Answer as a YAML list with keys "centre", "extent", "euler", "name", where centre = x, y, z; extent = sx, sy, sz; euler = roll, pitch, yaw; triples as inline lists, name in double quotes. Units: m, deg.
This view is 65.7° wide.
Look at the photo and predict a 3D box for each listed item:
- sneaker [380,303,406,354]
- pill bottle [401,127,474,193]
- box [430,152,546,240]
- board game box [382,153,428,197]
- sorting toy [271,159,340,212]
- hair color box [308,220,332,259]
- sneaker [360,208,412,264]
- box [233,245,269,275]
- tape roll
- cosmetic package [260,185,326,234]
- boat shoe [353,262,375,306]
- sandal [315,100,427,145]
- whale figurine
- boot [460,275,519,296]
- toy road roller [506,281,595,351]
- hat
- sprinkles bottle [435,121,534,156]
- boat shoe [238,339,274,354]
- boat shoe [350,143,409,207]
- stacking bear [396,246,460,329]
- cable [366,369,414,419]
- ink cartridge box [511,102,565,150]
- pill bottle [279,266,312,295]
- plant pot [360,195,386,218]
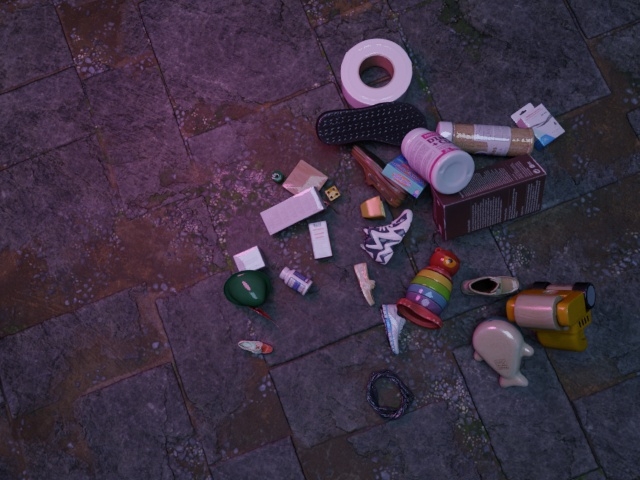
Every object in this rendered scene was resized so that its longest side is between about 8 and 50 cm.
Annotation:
- centre: [0.283, 0.328, 1.850]
  extent: [0.083, 0.071, 0.190]
  euler: [-9, 81, -4]
  name: "sneaker"
- centre: [0.410, -0.295, 1.780]
  extent: [0.160, 0.160, 0.283]
  euler: [-29, 37, -1]
  name: "pill bottle"
- centre: [0.612, -0.157, 1.827]
  extent: [0.382, 0.191, 0.143]
  euler: [-18, 46, -1]
  name: "box"
- centre: [0.336, -0.249, 1.871]
  extent: [0.160, 0.210, 0.047]
  euler: [37, 121, 7]
  name: "board game box"
- centre: [-0.052, -0.223, 1.965]
  extent: [0.275, 0.046, 0.132]
  euler: [34, 85, 8]
  name: "sorting toy"
- centre: [0.000, 0.000, 1.929]
  extent: [0.072, 0.043, 0.141]
  euler: [-10, 82, 2]
  name: "hair color box"
- centre: [0.240, -0.042, 1.895]
  extent: [0.153, 0.094, 0.235]
  euler: [31, 94, -1]
  name: "sneaker"
- centre: [-0.265, 0.082, 1.904]
  extent: [0.101, 0.102, 0.087]
  euler: [-24, 83, 1]
  name: "box"
- centre: [0.221, -0.658, 1.990]
  extent: [0.286, 0.100, 0.286]
  euler: [-1, 82, 4]
  name: "tape roll"
- centre: [-0.104, -0.113, 1.914]
  extent: [0.239, 0.060, 0.098]
  euler: [-25, 85, 15]
  name: "cosmetic package"
- centre: [0.180, 0.164, 1.883]
  extent: [0.059, 0.063, 0.170]
  euler: [-21, 80, 6]
  name: "boat shoe"
- centre: [0.197, -0.460, 1.928]
  extent: [0.446, 0.107, 0.167]
  euler: [-3, 112, -11]
  name: "sandal"
- centre: [0.665, 0.398, 1.792]
  extent: [0.216, 0.141, 0.272]
  euler: [-19, 101, 35]
  name: "whale figurine"
- centre: [0.632, 0.166, 1.802]
  extent: [0.213, 0.165, 0.077]
  euler: [-2, 82, 5]
  name: "boot"
- centre: [0.812, 0.281, 1.710]
  extent: [0.330, 0.203, 0.240]
  euler: [-12, 95, -42]
  name: "toy road roller"
- centre: [-0.245, 0.227, 1.811]
  extent: [0.209, 0.183, 0.172]
  euler: [0, 122, -14]
  name: "hat"
- centre: [0.627, -0.388, 1.911]
  extent: [0.356, 0.121, 0.121]
  euler: [5, 82, 4]
  name: "sprinkles bottle"
- centre: [-0.245, 0.404, 1.882]
  extent: [0.137, 0.043, 0.049]
  euler: [11, 80, 4]
  name: "boat shoe"
- centre: [0.213, -0.252, 1.919]
  extent: [0.307, 0.111, 0.104]
  euler: [47, 118, 24]
  name: "boat shoe"
- centre: [0.416, 0.163, 1.823]
  extent: [0.175, 0.164, 0.289]
  euler: [30, 73, 7]
  name: "stacking bear"
- centre: [0.244, 0.568, 1.831]
  extent: [0.150, 0.047, 0.184]
  euler: [-44, 84, 1]
  name: "cable"
- centre: [0.848, -0.457, 1.939]
  extent: [0.104, 0.060, 0.180]
  euler: [-35, 81, -2]
  name: "ink cartridge box"
- centre: [-0.095, 0.154, 1.899]
  extent: [0.120, 0.067, 0.067]
  euler: [33, 85, 8]
  name: "pill bottle"
- centre: [0.201, -0.120, 1.920]
  extent: [0.083, 0.081, 0.081]
  euler: [-13, 81, 14]
  name: "plant pot"
